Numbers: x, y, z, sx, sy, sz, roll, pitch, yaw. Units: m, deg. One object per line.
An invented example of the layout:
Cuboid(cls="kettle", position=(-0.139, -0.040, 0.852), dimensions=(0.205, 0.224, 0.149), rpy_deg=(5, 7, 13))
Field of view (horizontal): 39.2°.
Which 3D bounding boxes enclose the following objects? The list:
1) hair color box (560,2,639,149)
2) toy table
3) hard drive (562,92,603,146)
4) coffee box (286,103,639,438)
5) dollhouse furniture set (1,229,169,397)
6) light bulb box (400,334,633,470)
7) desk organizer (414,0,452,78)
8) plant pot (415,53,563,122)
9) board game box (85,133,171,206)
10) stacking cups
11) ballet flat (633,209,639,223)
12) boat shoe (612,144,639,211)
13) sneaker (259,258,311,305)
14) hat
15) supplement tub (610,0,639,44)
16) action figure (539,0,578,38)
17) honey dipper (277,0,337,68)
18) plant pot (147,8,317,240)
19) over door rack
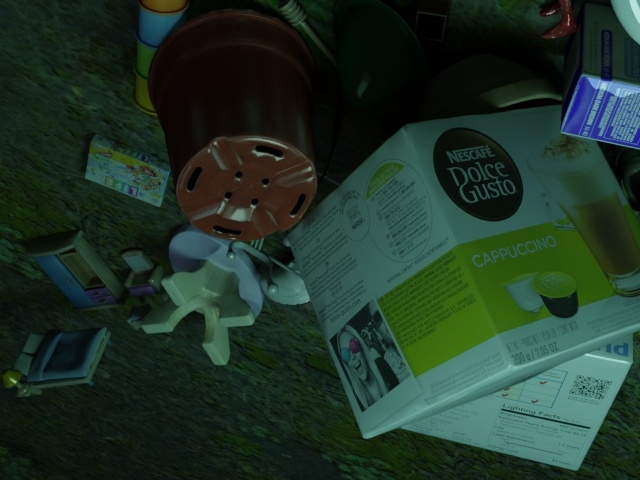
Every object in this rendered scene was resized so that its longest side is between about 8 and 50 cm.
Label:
Cuboid(cls="hair color box", position=(0.506, -0.202, 1.210), dimensions=(0.339, 0.185, 0.110), rpy_deg=(13, 137, 4))
Cuboid(cls="toy table", position=(-0.225, 0.115, 1.812), dimensions=(0.252, 0.161, 0.274), rpy_deg=(-17, 127, 32))
Cuboid(cls="hard drive", position=(0.395, -0.162, 1.410), dimensions=(0.094, 0.022, 0.135), rpy_deg=(18, 138, -1))
Cuboid(cls="coffee box", position=(0.213, 0.039, 1.272), dimensions=(0.337, 0.334, 0.338), rpy_deg=(-11, 162, -34))
Cuboid(cls="dollhouse furniture set", position=(-0.511, 0.155, 1.841), dimensions=(0.286, 0.303, 0.198), rpy_deg=(-9, 133, 26))
Cuboid(cls="light bulb box", position=(0.355, 0.208, 1.666), dimensions=(0.358, 0.225, 0.361), rpy_deg=(12, 137, 7))
Cuboid(cls="desk organizer", position=(0.160, -0.294, 1.327), dimensions=(0.047, 0.050, 0.130), rpy_deg=(11, 138, 7))
Cuboid(cls="plant pot", position=(0.229, -0.198, 1.327), dimensions=(0.237, 0.110, 0.237), rpy_deg=(-21, 165, -6))
Cuboid(cls="board game box", position=(-0.362, -0.131, 1.693), dimensions=(0.154, 0.026, 0.103), rpy_deg=(21, 138, -4))
Cuboid(cls="stacking cups", position=(-0.237, -0.340, 1.385), dimensions=(0.096, 0.096, 0.316), rpy_deg=(17, 136, 0))
Cuboid(cls="ballet flat", position=(0.400, 0.000, 1.419), dimensions=(0.409, 0.147, 0.147), rpy_deg=(13, 141, 30))
Cuboid(cls="boat shoe", position=(0.565, -0.047, 1.424), dimensions=(0.109, 0.091, 0.305), rpy_deg=(-26, 123, 38))
Cuboid(cls="sneaker", position=(0.005, 0.038, 1.714), dimensions=(0.297, 0.111, 0.129), rpy_deg=(-17, 113, 27))
Cuboid(cls="hat", position=(0.040, -0.220, 1.305), dimensions=(0.173, 0.183, 0.208), rpy_deg=(1, 131, 56))
Cuboid(cls="supplement tub", position=(0.429, -0.364, 0.953), dimensions=(0.241, 0.331, 0.241), rpy_deg=(9, 138, 8))
Cuboid(cls="action figure", position=(0.249, -0.392, 1.161), dimensions=(0.139, 0.091, 0.280), rpy_deg=(-9, 133, 13))
Cuboid(cls="honey dipper", position=(-0.004, -0.309, 1.385), dimensions=(0.030, 0.030, 0.161), rpy_deg=(-22, 128, 35))
Cuboid(cls="plant pot", position=(-0.122, -0.158, 1.347), dimensions=(0.272, 0.265, 0.272), rpy_deg=(-5, 135, -5))
Cuboid(cls="over door rack", position=(0.000, 0.000, 1.574), dimensions=(0.324, 0.108, 0.239), rpy_deg=(25, 122, 8))
